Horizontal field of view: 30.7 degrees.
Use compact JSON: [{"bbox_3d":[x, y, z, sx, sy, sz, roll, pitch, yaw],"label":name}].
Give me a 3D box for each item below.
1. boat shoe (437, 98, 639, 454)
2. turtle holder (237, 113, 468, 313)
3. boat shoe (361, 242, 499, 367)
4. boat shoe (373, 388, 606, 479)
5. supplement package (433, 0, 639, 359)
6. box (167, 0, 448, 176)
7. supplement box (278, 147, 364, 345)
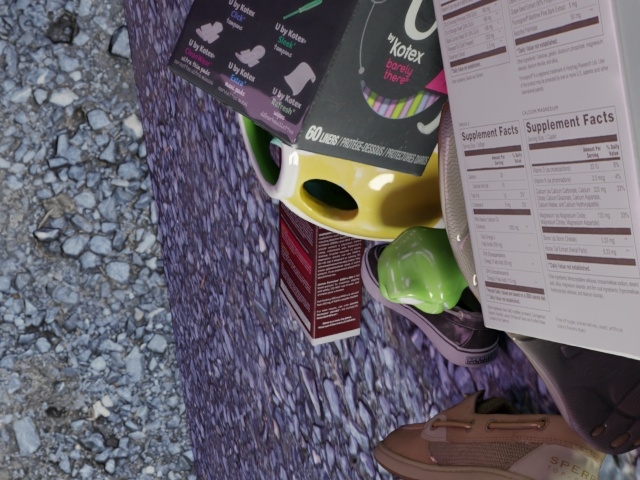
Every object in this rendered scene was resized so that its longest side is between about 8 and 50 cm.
[{"bbox_3d":[0.163,0.017,0.860,0.324,0.123,0.116,62,-179,-27],"label":"boat shoe"},{"bbox_3d":[0.058,-0.090,1.046,0.243,0.227,0.320,158,101,-70],"label":"turtle holder"},{"bbox_3d":[0.114,0.045,1.207,0.219,0.078,0.070,41,139,49],"label":"boat shoe"},{"bbox_3d":[0.164,0.208,1.123,0.110,0.122,0.341,-65,20,-12],"label":"boat shoe"},{"bbox_3d":[0.203,-0.088,0.671,0.198,0.199,0.262,-176,75,-71],"label":"supplement package"},{"bbox_3d":[0.038,-0.201,0.816,0.143,0.165,0.270,34,107,34],"label":"box"},{"bbox_3d":[0.000,0.000,1.502,0.130,0.073,0.239,-126,30,-49],"label":"supplement box"}]
